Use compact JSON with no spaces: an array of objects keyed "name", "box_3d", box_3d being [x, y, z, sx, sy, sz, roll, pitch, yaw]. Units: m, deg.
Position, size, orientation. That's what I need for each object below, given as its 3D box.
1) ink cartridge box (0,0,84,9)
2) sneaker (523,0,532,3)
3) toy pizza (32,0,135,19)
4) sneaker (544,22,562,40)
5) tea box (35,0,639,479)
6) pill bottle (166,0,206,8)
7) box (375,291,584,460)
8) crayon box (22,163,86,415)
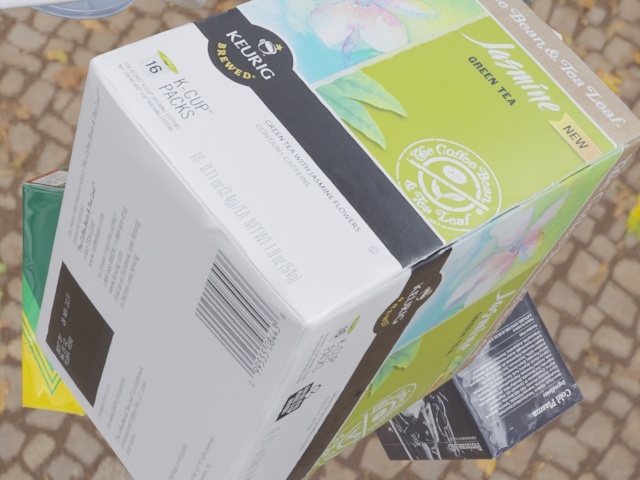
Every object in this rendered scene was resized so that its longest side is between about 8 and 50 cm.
[{"name":"ink cartridge box","box_3d":[-0.236,-0.347,0.942,0.330,0.324,0.071,-5,19,0]},{"name":"sneaker","box_3d":[0.273,-0.407,1.901,0.228,0.086,0.132,-11,31,8]},{"name":"toy pizza","box_3d":[-0.291,-0.314,1.336,0.201,0.032,0.201,15,51,-20]},{"name":"sneaker","box_3d":[0.197,-0.220,1.446,0.305,0.114,0.152,38,55,-4]},{"name":"tea box","box_3d":[0.000,0.000,0.880,0.323,0.329,0.220,-29,69,-33]},{"name":"pill bottle","box_3d":[-0.164,-0.417,1.532,0.124,0.124,0.222,21,87,1]},{"name":"box","box_3d":[0.169,0.150,1.810,0.179,0.343,0.313,-29,91,-24]},{"name":"crayon box","box_3d":[-0.310,0.040,1.767,0.106,0.313,0.363,8,15,12]}]
